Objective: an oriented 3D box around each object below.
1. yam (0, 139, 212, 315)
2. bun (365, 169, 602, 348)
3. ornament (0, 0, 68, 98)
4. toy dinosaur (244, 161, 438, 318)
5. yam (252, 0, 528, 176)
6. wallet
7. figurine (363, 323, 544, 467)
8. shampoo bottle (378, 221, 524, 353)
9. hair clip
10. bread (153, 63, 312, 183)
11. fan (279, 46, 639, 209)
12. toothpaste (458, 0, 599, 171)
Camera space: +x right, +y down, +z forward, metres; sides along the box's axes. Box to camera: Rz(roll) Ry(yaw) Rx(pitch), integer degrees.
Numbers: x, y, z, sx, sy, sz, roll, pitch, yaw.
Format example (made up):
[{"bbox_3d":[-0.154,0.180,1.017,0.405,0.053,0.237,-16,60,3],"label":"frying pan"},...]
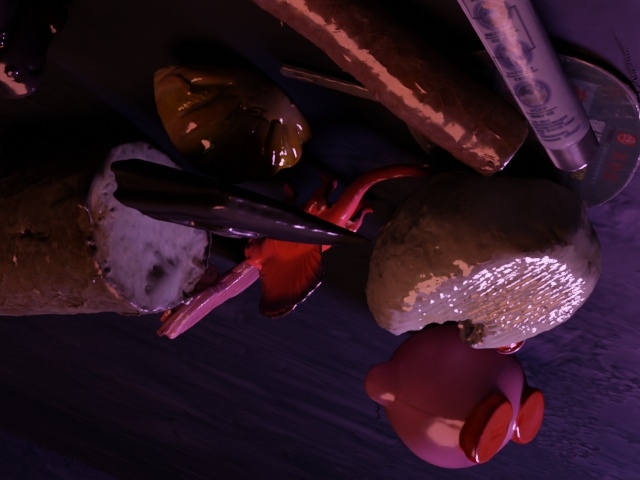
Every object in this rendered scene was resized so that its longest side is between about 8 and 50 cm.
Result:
[{"bbox_3d":[-0.277,-0.010,1.197,0.300,0.195,0.195,-2,146,39],"label":"yam"},{"bbox_3d":[0.136,0.011,0.957,0.203,0.127,0.212,-18,150,13],"label":"bun"},{"bbox_3d":[-0.362,-0.239,0.903,0.251,0.106,0.260,5,151,27],"label":"ornament"},{"bbox_3d":[-0.005,0.007,1.060,0.070,0.139,0.286,36,154,-24],"label":"toy dinosaur"},{"bbox_3d":[0.028,-0.150,0.812,0.299,0.066,0.066,34,152,-13],"label":"yam"},{"bbox_3d":[-0.080,-0.026,0.993,0.168,0.052,0.245,17,178,-32],"label":"wallet"},{"bbox_3d":[0.150,0.176,1.255,0.173,0.173,0.173,17,154,9],"label":"figurine"},{"bbox_3d":[0.151,0.048,1.130,0.108,0.051,0.221,-3,145,37],"label":"shampoo bottle"},{"bbox_3d":[-0.121,0.058,1.268,0.102,0.138,0.123,21,148,-11],"label":"hair clip"},{"bbox_3d":[-0.084,-0.101,0.979,0.157,0.094,0.083,41,153,-26],"label":"bread"},{"bbox_3d":[0.135,-0.087,0.926,0.294,0.012,0.223,2,149,36],"label":"fan"},{"bbox_3d":[0.137,-0.142,0.771,0.062,0.039,0.239,-7,135,37],"label":"toothpaste"}]
